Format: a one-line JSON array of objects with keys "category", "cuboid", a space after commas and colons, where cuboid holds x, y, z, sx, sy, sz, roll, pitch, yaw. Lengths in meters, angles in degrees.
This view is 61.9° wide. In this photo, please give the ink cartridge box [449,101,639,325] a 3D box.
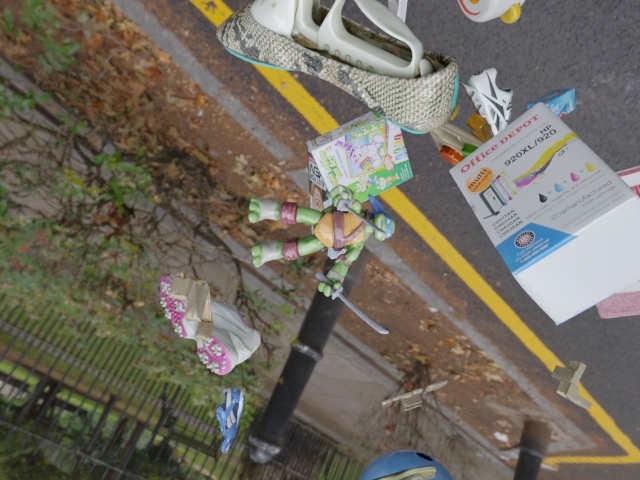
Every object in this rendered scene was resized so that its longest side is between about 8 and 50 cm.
[{"category": "ink cartridge box", "cuboid": [0.328, -0.042, 0.761, 0.171, 0.232, 0.168, -37, 129, 20]}]

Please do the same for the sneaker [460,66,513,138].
[{"category": "sneaker", "cuboid": [0.641, -0.469, 1.920, 0.146, 0.122, 0.330, -31, 124, 13]}]

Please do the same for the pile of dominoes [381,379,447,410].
[{"category": "pile of dominoes", "cuboid": [0.274, 0.458, 1.539, 0.196, 0.040, 0.251, -19, 160, 0]}]

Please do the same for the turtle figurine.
[{"category": "turtle figurine", "cuboid": [0.000, 0.000, 0.974, 0.267, 0.274, 0.197, 1, 143, 9]}]

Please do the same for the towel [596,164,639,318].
[{"category": "towel", "cuboid": [0.671, 0.007, 1.151, 0.237, 0.037, 0.328, -17, 100, 43]}]

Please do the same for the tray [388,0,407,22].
[{"category": "tray", "cuboid": [0.241, -0.763, 1.662, 0.030, 0.270, 0.145, 0, 134, 0]}]

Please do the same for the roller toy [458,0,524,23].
[{"category": "roller toy", "cuboid": [0.492, -0.732, 1.514, 0.191, 0.146, 0.209, 83, 160, -50]}]

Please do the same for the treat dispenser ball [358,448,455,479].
[{"category": "treat dispenser ball", "cuboid": [0.230, 0.701, 1.402, 0.288, 0.288, 0.288, 20, 154, 10]}]

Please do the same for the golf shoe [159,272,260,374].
[{"category": "golf shoe", "cuboid": [-0.266, 0.182, 1.267, 0.306, 0.140, 0.115, 43, 132, 27]}]

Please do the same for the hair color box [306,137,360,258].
[{"category": "hair color box", "cuboid": [0.044, -0.148, 1.805, 0.185, 0.114, 0.374, -136, 38, -60]}]

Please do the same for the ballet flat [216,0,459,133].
[{"category": "ballet flat", "cuboid": [0.023, -0.353, 0.917, 0.483, 0.164, 0.182, 30, 150, 17]}]

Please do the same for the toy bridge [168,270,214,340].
[{"category": "toy bridge", "cuboid": [-0.188, 0.091, 0.811, 0.026, 0.063, 0.188, 7, 150, 4]}]

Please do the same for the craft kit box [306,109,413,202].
[{"category": "craft kit box", "cuboid": [0.116, -0.223, 1.484, 0.247, 0.061, 0.249, -25, 135, 3]}]

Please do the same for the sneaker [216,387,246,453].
[{"category": "sneaker", "cuboid": [-0.208, 0.403, 1.204, 0.059, 0.144, 0.053, 11, 159, -1]}]

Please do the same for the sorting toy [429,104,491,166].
[{"category": "sorting toy", "cuboid": [0.283, -0.192, 1.075, 0.229, 0.041, 0.307, 42, -175, 29]}]

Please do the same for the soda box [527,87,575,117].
[{"category": "soda box", "cuboid": [0.741, -0.428, 1.708, 0.067, 0.210, 0.071, 10, 121, 45]}]

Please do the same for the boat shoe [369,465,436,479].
[{"category": "boat shoe", "cuboid": [0.152, 0.455, 0.991, 0.153, 0.048, 0.056, -2, 153, -29]}]

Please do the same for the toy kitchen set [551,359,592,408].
[{"category": "toy kitchen set", "cuboid": [0.587, 0.329, 1.237, 0.075, 0.083, 0.068, 32, 171, -12]}]
